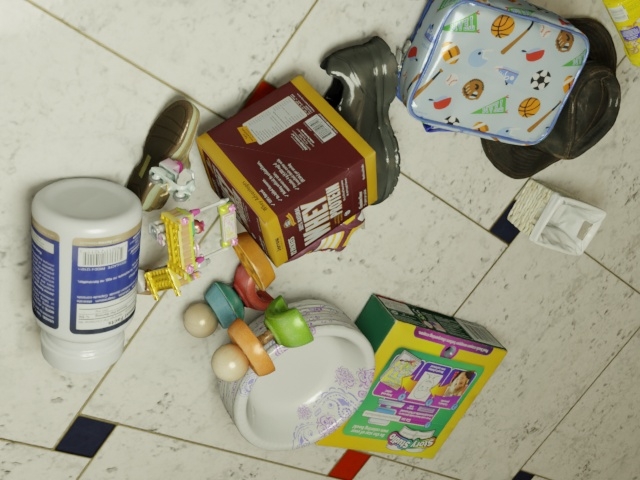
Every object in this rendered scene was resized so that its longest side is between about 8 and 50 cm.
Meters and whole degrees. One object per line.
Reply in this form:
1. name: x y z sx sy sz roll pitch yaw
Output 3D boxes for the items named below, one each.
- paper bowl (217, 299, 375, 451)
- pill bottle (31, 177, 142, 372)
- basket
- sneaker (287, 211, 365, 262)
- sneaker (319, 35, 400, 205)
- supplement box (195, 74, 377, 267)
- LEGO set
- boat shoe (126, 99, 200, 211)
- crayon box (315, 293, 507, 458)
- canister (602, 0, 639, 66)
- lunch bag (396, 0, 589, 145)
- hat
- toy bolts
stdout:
1. paper bowl: -0.053 0.236 1.556 0.284 0.148 0.284 -17 129 -22
2. pill bottle: -0.346 0.055 1.239 0.153 0.153 0.265 -6 124 -29
3. basket: 0.484 -0.050 1.734 0.167 0.103 0.113 13 112 -39
4. sneaker: 0.000 0.000 1.481 0.185 0.069 0.084 -33 127 -8
5. sneaker: 0.057 -0.187 1.379 0.130 0.109 0.286 -15 118 -16
6. supplement box: -0.048 -0.105 1.263 0.194 0.191 0.129 -34 153 -14
7. LEGO set: -0.201 0.008 1.279 0.107 0.132 0.287 -25 152 -34
8. boat shoe: -0.224 -0.126 1.262 0.072 0.068 0.190 6 127 -49
9. crayon box: 0.176 0.300 1.776 0.363 0.106 0.313 19 110 -39
10. canister: 0.606 -0.419 1.559 0.126 0.073 0.170 -26 136 24
11. lunch bag: 0.275 -0.284 1.402 0.303 0.115 0.243 10 122 -21
12. hat: 0.469 -0.241 1.573 0.331 0.134 0.331 -17 128 -23
13. toy bolts: -0.149 0.105 1.367 0.158 0.228 0.218 -32 109 -12
